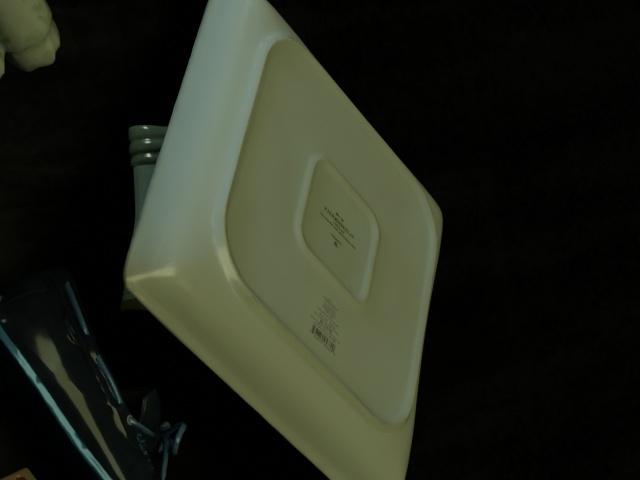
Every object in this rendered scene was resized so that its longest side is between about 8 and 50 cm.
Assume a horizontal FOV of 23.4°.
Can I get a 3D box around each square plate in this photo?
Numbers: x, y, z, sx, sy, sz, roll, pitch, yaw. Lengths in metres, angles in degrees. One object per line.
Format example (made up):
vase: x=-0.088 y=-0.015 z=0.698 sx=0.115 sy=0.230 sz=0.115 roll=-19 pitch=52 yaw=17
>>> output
square plate: x=0.000 y=0.000 z=1.255 sx=0.347 sy=0.049 sz=0.344 roll=47 pitch=38 yaw=-34

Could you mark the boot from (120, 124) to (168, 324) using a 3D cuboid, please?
boot: x=-0.068 y=-0.010 z=1.274 sx=0.213 sy=0.077 sz=0.165 roll=7 pitch=77 yaw=-39

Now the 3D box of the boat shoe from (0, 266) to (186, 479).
boat shoe: x=-0.152 y=0.137 z=1.159 sx=0.089 sy=0.109 sz=0.258 roll=-37 pitch=111 yaw=-25

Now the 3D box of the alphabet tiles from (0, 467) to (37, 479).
alphabet tiles: x=-0.264 y=0.242 z=1.038 sx=0.237 sy=0.009 sz=0.198 roll=-23 pitch=59 yaw=-39

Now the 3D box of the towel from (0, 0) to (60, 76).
towel: x=-0.320 y=-0.266 z=0.900 sx=0.090 sy=0.320 sz=0.374 roll=-43 pitch=126 yaw=-16
